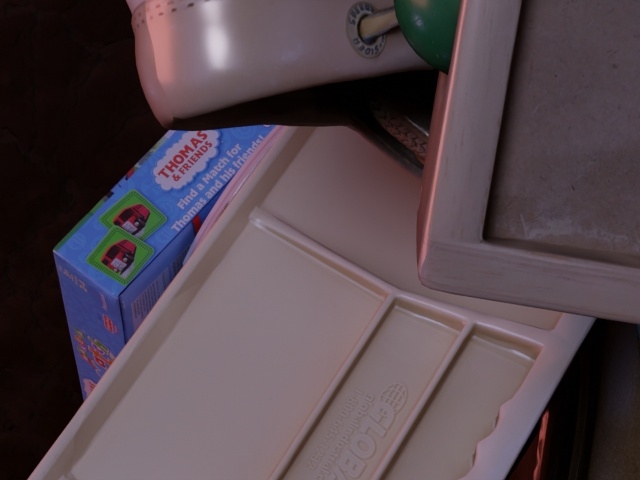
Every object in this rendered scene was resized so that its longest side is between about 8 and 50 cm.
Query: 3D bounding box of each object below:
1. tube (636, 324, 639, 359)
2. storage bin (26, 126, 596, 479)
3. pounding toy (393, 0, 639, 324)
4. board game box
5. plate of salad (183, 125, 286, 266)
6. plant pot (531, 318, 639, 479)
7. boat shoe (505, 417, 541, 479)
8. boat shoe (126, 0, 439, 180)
[{"bbox_3d":[0.114,0.002,0.581,0.207,0.052,0.080,66,-136,-78],"label":"tube"},{"bbox_3d":[-0.008,0.118,0.698,0.260,0.123,0.262,-55,-16,-31],"label":"storage bin"},{"bbox_3d":[0.068,-0.056,0.403,0.100,0.141,0.130,-73,-8,-80],"label":"pounding toy"},{"bbox_3d":[-0.025,-0.023,0.856,0.211,0.039,0.160,-47,-17,-22],"label":"board game box"},{"bbox_3d":[0.000,0.000,0.815,0.200,0.048,0.200,-49,-16,-19],"label":"plate of salad"},{"bbox_3d":[0.110,0.083,0.785,0.236,0.032,0.236,8,-90,-88],"label":"plant pot"},{"bbox_3d":[0.070,0.025,0.938,0.118,0.103,0.320,-53,-16,-26],"label":"boat shoe"},{"bbox_3d":[0.046,-0.056,0.553,0.302,0.109,0.098,8,-110,-57],"label":"boat shoe"}]
